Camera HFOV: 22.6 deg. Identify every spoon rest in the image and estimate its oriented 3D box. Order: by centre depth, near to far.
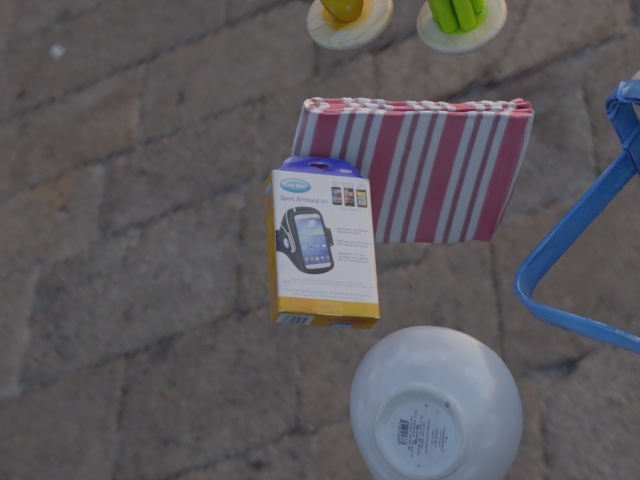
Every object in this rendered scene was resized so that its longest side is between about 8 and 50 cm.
[{"bbox_3d":[0.078,0.199,1.234,0.137,0.084,0.276,12,102,17],"label":"spoon rest"}]

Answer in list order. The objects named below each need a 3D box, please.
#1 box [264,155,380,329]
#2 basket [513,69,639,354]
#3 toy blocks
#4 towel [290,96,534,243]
[{"bbox_3d":[0.000,0.000,1.231,0.028,0.081,0.136,123,148,-57],"label":"box"},{"bbox_3d":[0.304,-0.029,1.171,0.254,0.201,0.289,23,73,49],"label":"basket"},{"bbox_3d":[0.029,-0.167,0.862,0.123,0.148,0.054,5,58,23],"label":"toy blocks"},{"bbox_3d":[0.068,-0.057,1.306,0.197,0.144,0.029,0,42,-14],"label":"towel"}]
